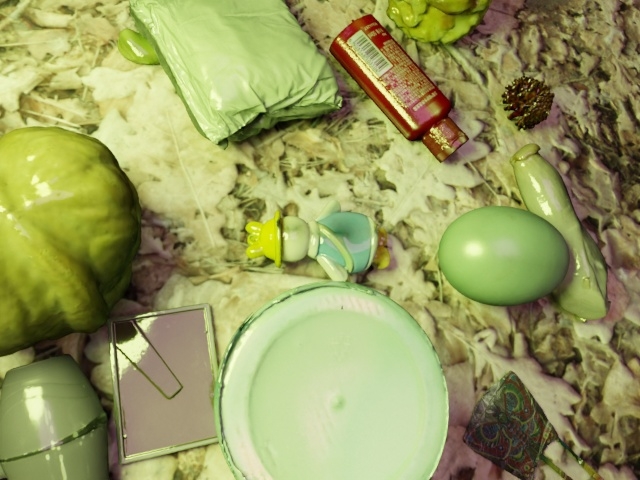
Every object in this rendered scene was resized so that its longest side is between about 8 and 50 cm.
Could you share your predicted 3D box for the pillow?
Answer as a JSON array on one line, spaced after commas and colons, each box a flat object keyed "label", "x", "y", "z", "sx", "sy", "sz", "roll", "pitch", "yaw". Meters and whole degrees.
[{"label": "pillow", "x": -0.129, "y": -0.318, "z": 0.799, "sx": 0.283, "sy": 0.138, "sz": 0.310, "roll": -27, "pitch": 80, "yaw": -25}]

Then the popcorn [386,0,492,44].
[{"label": "popcorn", "x": 0.234, "y": -0.523, "z": 0.897, "sx": 0.205, "sy": 0.251, "sz": 0.237, "roll": -19, "pitch": 75, "yaw": -12}]

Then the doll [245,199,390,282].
[{"label": "doll", "x": 0.000, "y": 0.000, "z": 0.755, "sx": 0.240, "sy": 0.099, "sz": 0.135, "roll": 2, "pitch": 95, "yaw": -12}]

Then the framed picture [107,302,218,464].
[{"label": "framed picture", "x": -0.224, "y": 0.202, "z": 0.679, "sx": 0.150, "sy": 0.015, "sz": 0.203, "roll": -8, "pitch": 76, "yaw": -16}]

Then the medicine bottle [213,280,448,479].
[{"label": "medicine bottle", "x": -0.015, "y": 0.194, "z": 0.587, "sx": 0.244, "sy": 0.290, "sz": 0.245, "roll": 4, "pitch": 73, "yaw": -14}]

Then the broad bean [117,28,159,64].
[{"label": "broad bean", "x": -0.312, "y": -0.337, "z": 0.814, "sx": 0.083, "sy": 0.045, "sz": 0.063, "roll": 11, "pitch": 60, "yaw": -19}]

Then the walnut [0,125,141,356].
[{"label": "walnut", "x": -0.363, "y": 0.005, "z": 0.574, "sx": 0.281, "sy": 0.277, "sz": 0.253, "roll": -15, "pitch": 82, "yaw": -29}]

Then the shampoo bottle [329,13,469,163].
[{"label": "shampoo bottle", "x": 0.156, "y": -0.289, "z": 0.894, "sx": 0.118, "sy": 0.076, "sz": 0.314, "roll": -39, "pitch": 86, "yaw": -22}]

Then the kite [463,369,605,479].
[{"label": "kite", "x": 0.373, "y": 0.366, "z": 0.777, "sx": 0.285, "sy": 0.015, "sz": 0.152, "roll": 44, "pitch": 71, "yaw": 5}]

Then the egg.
[{"label": "egg", "x": 0.308, "y": 0.026, "z": 0.783, "sx": 0.230, "sy": 0.168, "sz": 0.168, "roll": 4, "pitch": 72, "yaw": -19}]

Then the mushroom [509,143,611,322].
[{"label": "mushroom", "x": 0.447, "y": -0.022, "z": 0.875, "sx": 0.109, "sy": 0.097, "sz": 0.352, "roll": -2, "pitch": 69, "yaw": -37}]

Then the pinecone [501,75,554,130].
[{"label": "pinecone", "x": 0.426, "y": -0.286, "z": 0.953, "sx": 0.102, "sy": 0.102, "sz": 0.110, "roll": -2, "pitch": 63, "yaw": -14}]

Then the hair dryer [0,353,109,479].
[{"label": "hair dryer", "x": -0.433, "y": 0.327, "z": 0.561, "sx": 0.360, "sy": 0.121, "sz": 0.301, "roll": -14, "pitch": 85, "yaw": -8}]
